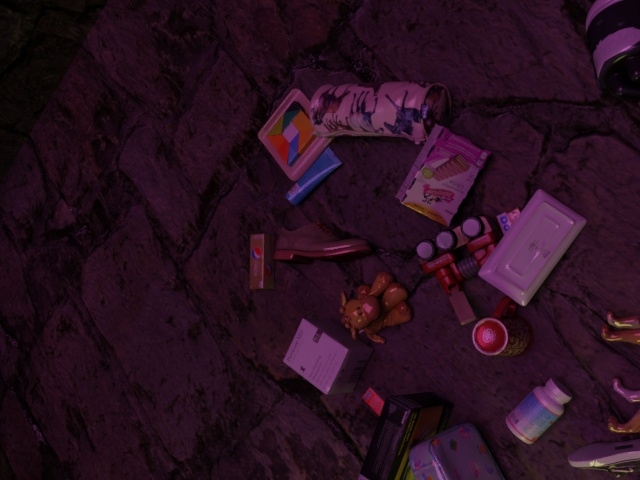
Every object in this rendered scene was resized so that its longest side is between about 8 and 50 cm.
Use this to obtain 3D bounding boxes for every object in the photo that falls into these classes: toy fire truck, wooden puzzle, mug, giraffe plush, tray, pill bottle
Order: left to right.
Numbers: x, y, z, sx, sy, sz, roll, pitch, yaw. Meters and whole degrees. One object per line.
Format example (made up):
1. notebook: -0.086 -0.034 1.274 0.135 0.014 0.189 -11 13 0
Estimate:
1. wooden puzzle: -0.085 -0.347 2.189 0.221 0.044 0.238 -48 61 19
2. giraffe plush: 0.133 0.196 1.899 0.181 0.170 0.210 47 110 29
3. toy fire truck: 0.387 0.078 1.770 0.217 0.158 0.246 -29 81 27
4. mug: 0.447 0.223 1.686 0.113 0.169 0.150 -26 71 30
5. tray: 0.530 0.016 1.676 0.145 0.030 0.270 36 91 9
6. pill bottle: 0.538 0.416 1.650 0.087 0.087 0.160 48 110 28

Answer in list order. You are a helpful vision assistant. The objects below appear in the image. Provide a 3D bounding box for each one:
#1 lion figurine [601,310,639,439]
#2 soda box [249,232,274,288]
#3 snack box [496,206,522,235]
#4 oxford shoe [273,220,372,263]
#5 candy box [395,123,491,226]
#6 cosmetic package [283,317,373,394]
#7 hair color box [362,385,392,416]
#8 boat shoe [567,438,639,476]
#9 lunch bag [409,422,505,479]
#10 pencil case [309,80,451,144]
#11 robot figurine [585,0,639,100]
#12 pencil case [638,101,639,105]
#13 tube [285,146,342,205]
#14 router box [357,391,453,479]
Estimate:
1. lion figurine: 0.761 0.275 1.480 0.240 0.142 0.392 -2 105 35
2. soda box: -0.191 0.069 2.198 0.058 0.061 0.181 -3 83 34
3. snack box: 0.522 0.005 1.751 0.064 0.022 0.178 -28 70 30
4. oxford shoe: 0.000 0.000 2.046 0.348 0.123 0.130 -2 78 33
5. candy box: 0.330 -0.176 1.819 0.233 0.159 0.071 -62 14 13
6. cosmetic package: 0.023 0.336 1.967 0.184 0.151 0.151 30 100 33
7. hair color box: 0.191 0.473 1.887 0.141 0.072 0.043 44 108 31
8. boat shoe: 0.686 0.509 1.545 0.219 0.078 0.070 -19 96 32
9. lunch bag: 0.359 0.608 1.667 0.108 0.224 0.279 -41 66 42
10. pencil case: 0.163 -0.370 1.954 0.410 0.160 0.183 8 68 34
11. robot figurine: 0.723 -0.460 1.566 0.209 0.174 0.278 -20 58 32
12. pencil case: 0.858 -0.350 1.524 0.236 0.104 0.104 -37 65 23
13. tube: -0.025 -0.199 2.131 0.207 0.052 0.080 -45 67 15
14. router box: 0.215 0.557 1.756 0.081 0.243 0.308 23 97 37
